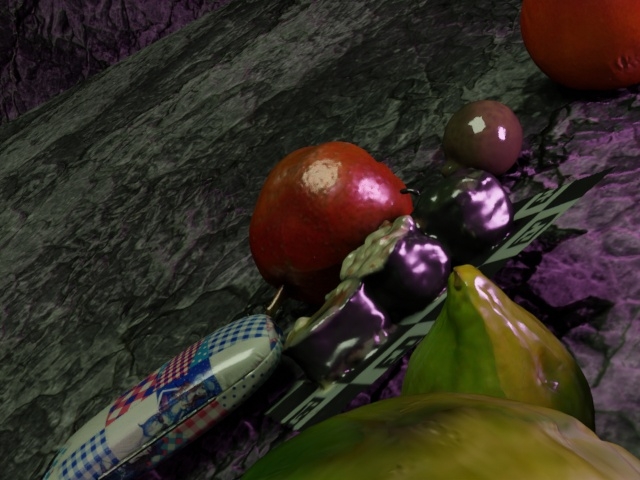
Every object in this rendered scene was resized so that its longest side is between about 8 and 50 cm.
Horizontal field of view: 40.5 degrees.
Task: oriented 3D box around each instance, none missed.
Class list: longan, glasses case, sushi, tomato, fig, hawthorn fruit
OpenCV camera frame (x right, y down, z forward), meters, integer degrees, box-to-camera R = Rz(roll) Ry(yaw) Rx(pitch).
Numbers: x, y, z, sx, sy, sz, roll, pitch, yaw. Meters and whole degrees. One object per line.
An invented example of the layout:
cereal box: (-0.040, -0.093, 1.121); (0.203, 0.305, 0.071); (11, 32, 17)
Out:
longan: (0.203, -0.123, 1.110); (0.119, 0.106, 0.106); (-48, 29, 1)
glasses case: (-0.178, 0.194, 0.969); (0.327, 0.076, 0.125); (-36, 16, 4)
sushi: (0.069, 0.024, 0.872); (0.373, 0.100, 0.296); (-39, 2, -13)
tomato: (0.394, -0.321, 1.154); (0.259, 0.180, 0.260); (-24, 27, 13)
fig: (0.142, 0.126, 0.675); (0.167, 0.234, 0.167); (12, 37, -9)
hawthorn fruit: (0.000, 0.000, 1.031); (0.226, 0.196, 0.196); (-55, 33, -10)

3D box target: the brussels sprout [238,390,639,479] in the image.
brussels sprout: (0.081, 0.237, 0.478); (0.343, 0.268, 0.344); (8, 30, -4)
